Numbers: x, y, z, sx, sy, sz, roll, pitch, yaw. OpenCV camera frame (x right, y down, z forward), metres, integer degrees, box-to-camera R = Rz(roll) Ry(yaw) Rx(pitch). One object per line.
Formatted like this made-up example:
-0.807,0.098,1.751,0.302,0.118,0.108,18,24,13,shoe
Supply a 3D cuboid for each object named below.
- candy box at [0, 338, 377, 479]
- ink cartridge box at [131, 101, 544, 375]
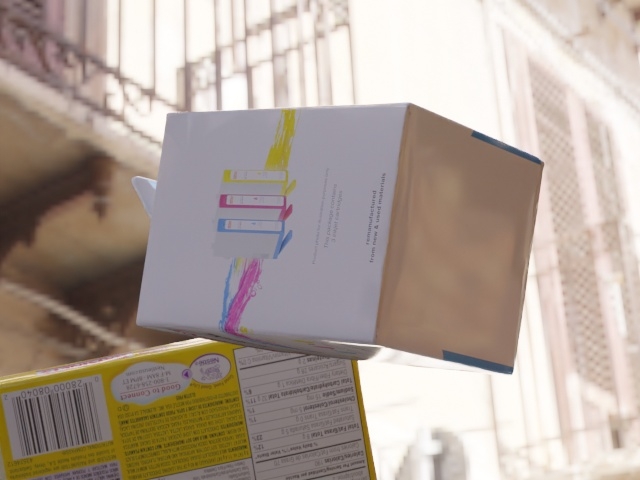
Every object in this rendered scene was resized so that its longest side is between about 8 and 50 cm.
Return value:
-0.077,0.106,0.873,0.206,0.105,0.027,-10,11,-11,candy box
0.000,0.000,0.677,0.143,0.090,0.092,1,-10,41,ink cartridge box
